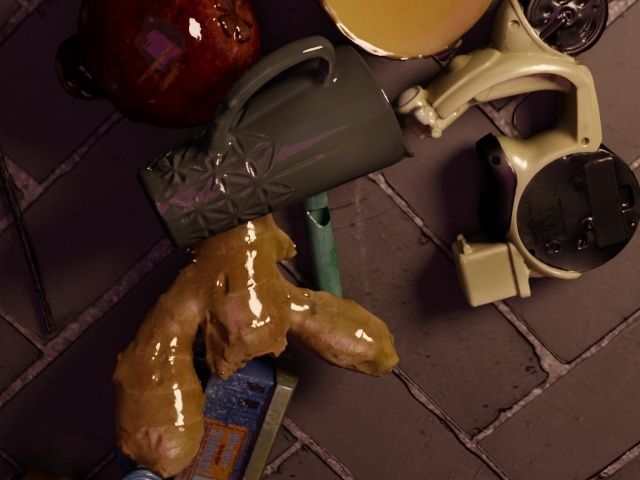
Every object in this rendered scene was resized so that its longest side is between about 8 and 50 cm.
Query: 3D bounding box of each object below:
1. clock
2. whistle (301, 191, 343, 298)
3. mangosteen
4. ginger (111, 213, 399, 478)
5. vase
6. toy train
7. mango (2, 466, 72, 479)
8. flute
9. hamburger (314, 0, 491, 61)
[{"bbox_3d":[0.243,-0.118,1.321,0.277,0.120,0.379,-19,109,2],"label":"clock"},{"bbox_3d":[0.000,0.000,1.405,0.039,0.039,0.186,-7,109,4],"label":"whistle"},{"bbox_3d":[-0.198,-0.225,1.253,0.258,0.215,0.215,-16,110,30],"label":"mangosteen"},{"bbox_3d":[-0.127,0.072,1.336,0.363,0.122,0.348,-25,86,-7],"label":"ginger"},{"bbox_3d":[-0.057,-0.108,1.223,0.301,0.156,0.251,-28,146,-9],"label":"vase"},{"bbox_3d":[-0.161,0.261,1.460,0.202,0.131,0.299,16,110,-12],"label":"toy train"},{"bbox_3d":[-0.356,0.418,1.523,0.138,0.113,0.253,-43,110,10],"label":"mango"},{"bbox_3d":[-0.390,0.002,1.427,0.014,0.014,0.269,-10,109,5],"label":"flute"},{"bbox_3d":[0.088,-0.328,1.232,0.237,0.149,0.237,-2,115,-5],"label":"hamburger"}]
